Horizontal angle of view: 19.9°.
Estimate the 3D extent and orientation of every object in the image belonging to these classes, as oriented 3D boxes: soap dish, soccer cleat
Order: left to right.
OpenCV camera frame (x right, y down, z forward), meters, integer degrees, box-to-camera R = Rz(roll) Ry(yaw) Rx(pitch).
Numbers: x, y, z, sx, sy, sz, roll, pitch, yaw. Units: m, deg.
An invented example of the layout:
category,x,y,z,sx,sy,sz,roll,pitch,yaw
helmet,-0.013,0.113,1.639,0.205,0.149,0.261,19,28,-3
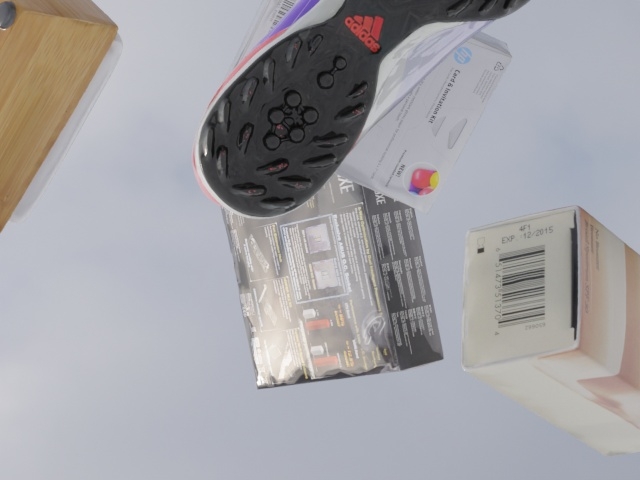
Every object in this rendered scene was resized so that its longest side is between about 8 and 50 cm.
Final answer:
category,x,y,z,sx,sy,sz,roll,pitch,yaw
soap dish,-0.327,-0.171,1.669,0.118,0.291,0.229,17,-70,-47
soccer cleat,0.039,-0.142,1.143,0.318,0.108,0.116,-46,11,-5

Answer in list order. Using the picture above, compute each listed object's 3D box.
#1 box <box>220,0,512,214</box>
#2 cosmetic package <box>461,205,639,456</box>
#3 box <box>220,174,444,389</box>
category,x,y,z,sx,sy,sz,roll,pitch,yaw
box,0.030,-0.120,1.381,0.186,0.038,0.145,23,-68,-12
cosmetic package,0.268,0.095,1.792,0.129,0.153,0.296,-13,-27,32
box,0.000,0.000,2.004,0.076,0.307,0.242,-11,-1,-42
